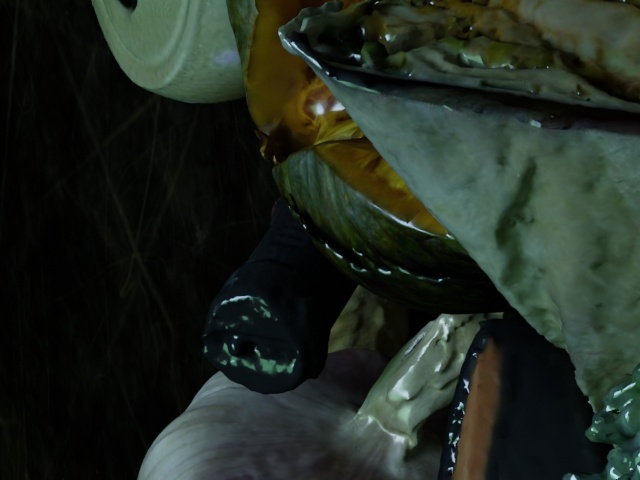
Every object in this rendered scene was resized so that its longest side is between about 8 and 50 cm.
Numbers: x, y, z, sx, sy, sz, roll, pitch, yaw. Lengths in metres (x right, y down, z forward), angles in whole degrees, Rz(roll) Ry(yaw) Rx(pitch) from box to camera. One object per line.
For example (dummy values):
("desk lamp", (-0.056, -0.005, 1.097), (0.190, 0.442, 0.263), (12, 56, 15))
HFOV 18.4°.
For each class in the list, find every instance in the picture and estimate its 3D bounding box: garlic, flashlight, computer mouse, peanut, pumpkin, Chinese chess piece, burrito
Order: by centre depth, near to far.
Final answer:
("burrito", (0.153, 0.002, 0.838), (0.175, 0.107, 0.347), (-29, 111, 29))
("computer mouse", (0.109, 0.183, 0.947), (0.183, 0.116, 0.323), (70, -171, -50))
("pumpkin", (0.071, -0.120, 1.008), (0.320, 0.192, 0.320), (29, 125, 54))
("garlic", (0.037, 0.134, 1.127), (0.253, 0.245, 0.245), (-59, 46, 32))
("flashlight", (0.000, 0.000, 1.147), (0.093, 0.232, 0.093), (13, 127, 18))
("peanut", (0.001, 0.084, 1.304), (0.226, 0.095, 0.108), (107, 149, -42))
("Chinese chess piece", (-0.086, -0.219, 1.368), (0.250, 0.101, 0.250), (30, 125, 57))

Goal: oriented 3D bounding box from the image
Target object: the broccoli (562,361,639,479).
("broccoli", (0.243, 0.115, 0.720), (0.288, 0.245, 0.248), (32, 94, 30))
